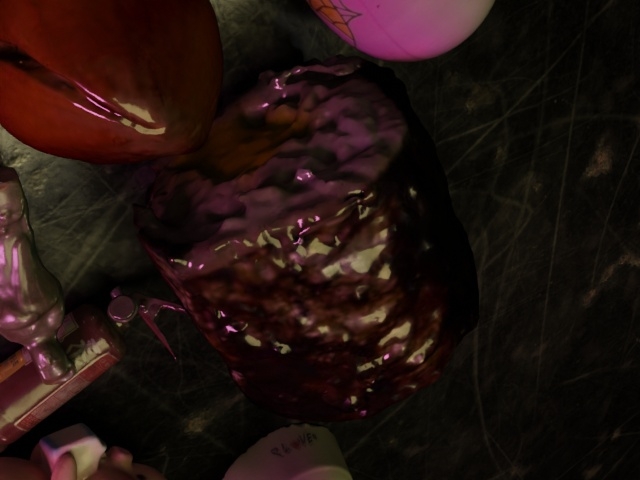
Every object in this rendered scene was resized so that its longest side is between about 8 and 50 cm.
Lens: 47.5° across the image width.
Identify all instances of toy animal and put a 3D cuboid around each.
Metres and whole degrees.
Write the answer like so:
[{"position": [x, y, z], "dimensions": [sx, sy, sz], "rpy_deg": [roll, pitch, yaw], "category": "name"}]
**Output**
[{"position": [-0.283, 0.314, 0.807], "dimensions": [0.256, 0.195, 0.213], "rpy_deg": [-10, 101, -31], "category": "toy animal"}]

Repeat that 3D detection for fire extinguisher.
[{"position": [-0.249, 0.130, 0.768], "dimensions": [0.252, 0.075, 0.106], "rpy_deg": [-37, 102, -12], "category": "fire extinguisher"}]

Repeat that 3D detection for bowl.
[{"position": [-0.037, 0.385, 1.065], "dimensions": [0.211, 0.112, 0.211], "rpy_deg": [-19, 128, -25], "category": "bowl"}]

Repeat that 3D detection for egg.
[{"position": [0.056, -0.288, 0.661], "dimensions": [0.196, 0.196, 0.271], "rpy_deg": [-40, 122, -8], "category": "egg"}]

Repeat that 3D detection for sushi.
[{"position": [0.000, -0.001, 0.736], "dimensions": [0.299, 0.281, 0.294], "rpy_deg": [-33, 126, -5], "category": "sushi"}]

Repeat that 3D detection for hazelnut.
[{"position": [-0.166, -0.141, 0.581], "dimensions": [0.208, 0.208, 0.208], "rpy_deg": [-18, 126, -26], "category": "hazelnut"}]

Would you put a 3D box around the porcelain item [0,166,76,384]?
[{"position": [-0.284, 0.045, 0.673], "dimensions": [0.081, 0.069, 0.215], "rpy_deg": [-21, 115, -18], "category": "porcelain item"}]
